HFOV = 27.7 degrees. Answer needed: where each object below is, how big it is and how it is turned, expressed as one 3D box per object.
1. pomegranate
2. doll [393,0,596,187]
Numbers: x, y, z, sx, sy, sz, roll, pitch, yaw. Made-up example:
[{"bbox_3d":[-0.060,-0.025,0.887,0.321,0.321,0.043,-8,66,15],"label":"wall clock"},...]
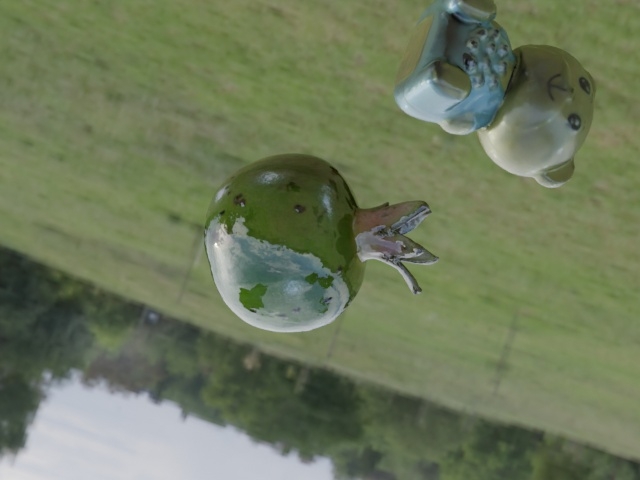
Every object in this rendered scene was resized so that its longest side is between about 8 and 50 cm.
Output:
[{"bbox_3d":[0.000,0.000,1.267,0.224,0.182,0.181,-5,169,11],"label":"pomegranate"},{"bbox_3d":[0.232,-0.189,1.659,0.260,0.177,0.161,24,159,-17],"label":"doll"}]
